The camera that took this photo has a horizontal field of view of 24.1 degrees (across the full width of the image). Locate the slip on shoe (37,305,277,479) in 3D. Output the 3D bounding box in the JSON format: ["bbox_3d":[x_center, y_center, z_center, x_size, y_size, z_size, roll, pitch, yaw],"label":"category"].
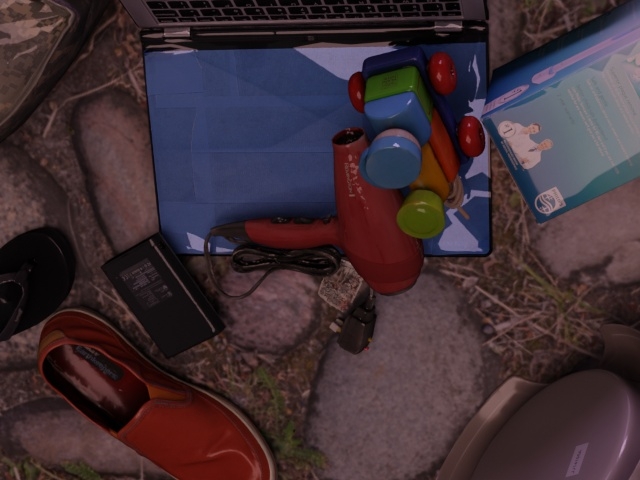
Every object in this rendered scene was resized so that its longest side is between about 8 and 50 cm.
[{"bbox_3d":[-0.195,0.206,1.746,0.331,0.101,0.123,39,109,-5],"label":"slip on shoe"}]

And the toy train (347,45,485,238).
[{"bbox_3d":[0.108,-0.057,1.486,0.105,0.143,0.248,-11,133,21],"label":"toy train"}]

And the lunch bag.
[{"bbox_3d":[-0.359,-0.190,1.570,0.169,0.235,0.287,34,111,-7],"label":"lunch bag"}]

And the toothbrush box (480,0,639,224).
[{"bbox_3d":[0.318,-0.159,1.469,0.295,0.216,0.126,-28,102,16],"label":"toothbrush box"}]

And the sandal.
[{"bbox_3d":[-0.385,0.083,1.762,0.254,0.054,0.097,-39,98,19],"label":"sandal"}]

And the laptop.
[{"bbox_3d":[-0.024,-0.147,1.532,0.382,0.408,0.236,0,75,10],"label":"laptop"}]

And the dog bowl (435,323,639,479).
[{"bbox_3d":[0.255,0.255,1.563,0.102,0.349,0.349,38,111,-18],"label":"dog bowl"}]

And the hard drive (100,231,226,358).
[{"bbox_3d":[-0.181,0.065,1.723,0.094,0.022,0.135,-27,102,37],"label":"hard drive"}]

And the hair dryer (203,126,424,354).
[{"bbox_3d":[0.000,0.000,1.608,0.223,0.080,0.293,24,129,-5],"label":"hair dryer"}]
